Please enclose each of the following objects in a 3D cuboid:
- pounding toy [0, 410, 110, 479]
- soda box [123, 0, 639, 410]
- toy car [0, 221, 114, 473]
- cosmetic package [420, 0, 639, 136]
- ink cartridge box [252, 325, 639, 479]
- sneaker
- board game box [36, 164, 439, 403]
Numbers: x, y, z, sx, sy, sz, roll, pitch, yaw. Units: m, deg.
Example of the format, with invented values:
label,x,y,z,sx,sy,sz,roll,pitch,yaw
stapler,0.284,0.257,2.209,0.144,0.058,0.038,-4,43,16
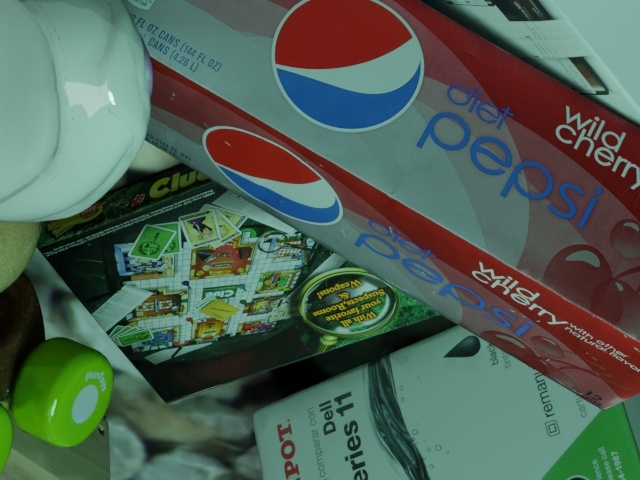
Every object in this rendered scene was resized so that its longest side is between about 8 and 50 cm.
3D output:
label,x,y,z,sx,sy,sz,roll,pitch,yaw
pounding toy,-0.217,0.121,0.786,0.141,0.100,0.130,-32,129,18
soda box,0.039,-0.036,0.566,0.263,0.083,0.092,30,160,0
toy car,-0.187,0.000,0.645,0.155,0.149,0.188,19,112,24
cosmetic package,0.111,-0.085,0.578,0.239,0.099,0.060,43,80,-30
ink cartridge box,0.078,0.133,0.730,0.208,0.153,0.087,-26,147,21
sneaker,-0.201,-0.047,0.523,0.305,0.152,0.114,3,109,32
board game box,0.000,0.000,0.708,0.259,0.030,0.136,-19,126,17
